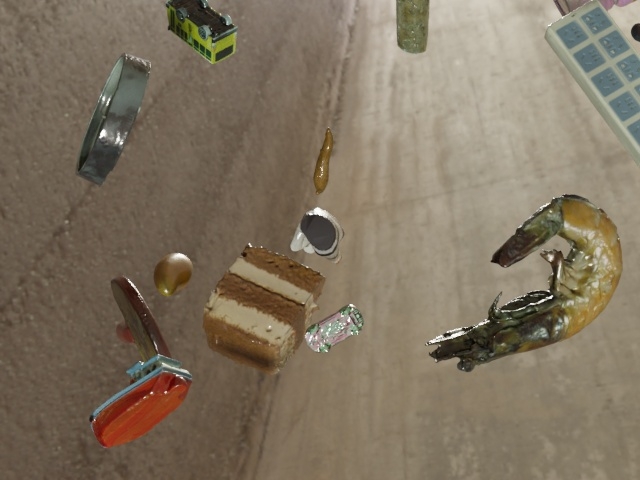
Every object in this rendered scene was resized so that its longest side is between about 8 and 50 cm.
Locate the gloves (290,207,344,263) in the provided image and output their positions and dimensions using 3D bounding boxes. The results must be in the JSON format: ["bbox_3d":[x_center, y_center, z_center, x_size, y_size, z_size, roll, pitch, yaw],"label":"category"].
[{"bbox_3d":[0.001,-0.015,2.065,0.218,0.140,0.131,-19,128,-84],"label":"gloves"}]

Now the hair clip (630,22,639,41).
[{"bbox_3d":[0.636,-0.372,1.464,0.048,0.083,0.275,57,28,-17],"label":"hair clip"}]

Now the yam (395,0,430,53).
[{"bbox_3d":[0.204,-0.498,1.733,0.179,0.078,0.078,85,3,-50],"label":"yam"}]

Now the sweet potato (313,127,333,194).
[{"bbox_3d":[0.005,-0.116,1.194,0.026,0.026,0.115,-82,-176,-57],"label":"sweet potato"}]

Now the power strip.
[{"bbox_3d":[0.526,-0.250,1.335,0.367,0.106,0.043,59,-1,13],"label":"power strip"}]

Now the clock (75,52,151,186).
[{"bbox_3d":[-0.428,-0.250,1.599,0.055,0.280,0.281,22,44,-24],"label":"clock"}]

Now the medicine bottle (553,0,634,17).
[{"bbox_3d":[0.744,-0.689,1.871,0.219,0.388,0.219,57,15,-23],"label":"medicine bottle"}]

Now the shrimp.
[{"bbox_3d":[0.358,0.082,1.338,0.085,0.445,0.272,30,-41,56],"label":"shrimp"}]

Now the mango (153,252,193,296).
[{"bbox_3d":[-0.406,0.094,2.121,0.102,0.084,0.184,58,21,-12],"label":"mango"}]

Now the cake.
[{"bbox_3d":[-0.157,0.200,2.204,0.256,0.282,0.290,93,22,-60],"label":"cake"}]

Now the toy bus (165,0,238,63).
[{"bbox_3d":[-0.286,-0.508,1.860,0.175,0.088,0.101,40,-32,20],"label":"toy bus"}]

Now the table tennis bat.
[{"bbox_3d":[-0.397,0.203,1.715,0.268,0.051,0.414,66,-22,-4],"label":"table tennis bat"}]

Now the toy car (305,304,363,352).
[{"bbox_3d":[0.031,0.200,1.781,0.069,0.142,0.055,60,1,-16],"label":"toy car"}]

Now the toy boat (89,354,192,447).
[{"bbox_3d":[-0.231,0.201,0.975,0.069,0.173,0.059,28,31,-42],"label":"toy boat"}]
